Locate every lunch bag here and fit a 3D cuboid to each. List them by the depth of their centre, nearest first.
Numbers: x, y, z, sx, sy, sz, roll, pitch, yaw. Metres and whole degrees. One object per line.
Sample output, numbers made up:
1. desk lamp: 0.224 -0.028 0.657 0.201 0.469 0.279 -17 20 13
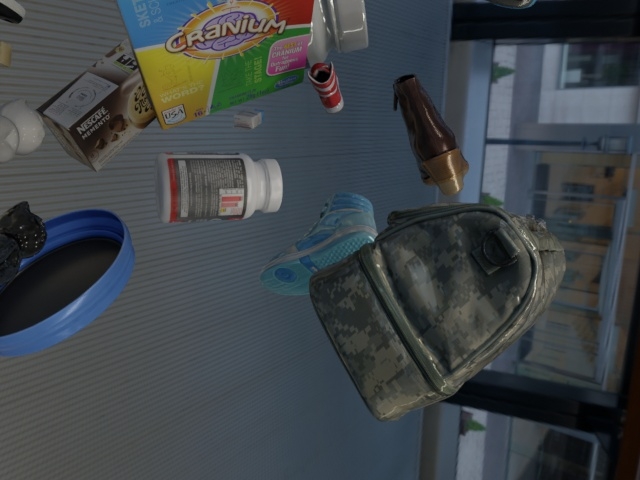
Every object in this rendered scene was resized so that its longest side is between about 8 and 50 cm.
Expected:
1. lunch bag: 0.174 0.062 0.671 0.305 0.256 0.212 3 57 -61

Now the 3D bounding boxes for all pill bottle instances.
1. pill bottle: -0.100 -0.420 0.992 0.204 0.361 0.204 -9 90 -85
2. pill bottle: -0.314 -0.165 1.610 0.363 0.210 0.210 -4 102 -22

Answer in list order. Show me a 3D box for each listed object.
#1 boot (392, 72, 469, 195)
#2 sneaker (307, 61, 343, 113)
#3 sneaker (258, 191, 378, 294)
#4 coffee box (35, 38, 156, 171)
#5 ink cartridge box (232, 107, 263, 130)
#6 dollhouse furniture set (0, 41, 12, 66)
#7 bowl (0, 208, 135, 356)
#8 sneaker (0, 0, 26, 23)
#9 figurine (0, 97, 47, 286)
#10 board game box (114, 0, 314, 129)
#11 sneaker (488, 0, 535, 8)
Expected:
1. boot: 0.192 -0.198 0.929 0.248 0.090 0.207 -71 136 -73
2. sneaker: 0.002 -0.253 0.796 0.067 0.042 0.118 60 9 -51
3. sneaker: 0.000 0.000 1.244 0.127 0.319 0.208 51 29 -35
4. coffee box: -0.533 -0.344 1.329 0.297 0.119 0.168 -51 160 -23
5. ink cartridge box: -0.169 -0.281 1.212 0.083 0.048 0.028 -59 155 -57
6. dollhouse furniture set: -0.686 -0.425 0.970 0.101 0.182 0.161 -19 117 -84
7. bowl: -0.589 0.082 1.137 0.391 0.391 0.077 -51 139 -33
8. sneaker: -0.573 -0.349 0.791 0.217 0.079 0.121 13 95 -56
9. figurine: -0.363 -0.057 0.578 0.209 0.092 0.215 -115 -149 -74
10. board game box: -0.129 -0.283 0.676 0.242 0.316 0.064 -23 77 -12
11. sneaker: 0.318 -0.608 1.046 0.341 0.139 0.125 45 51 5
